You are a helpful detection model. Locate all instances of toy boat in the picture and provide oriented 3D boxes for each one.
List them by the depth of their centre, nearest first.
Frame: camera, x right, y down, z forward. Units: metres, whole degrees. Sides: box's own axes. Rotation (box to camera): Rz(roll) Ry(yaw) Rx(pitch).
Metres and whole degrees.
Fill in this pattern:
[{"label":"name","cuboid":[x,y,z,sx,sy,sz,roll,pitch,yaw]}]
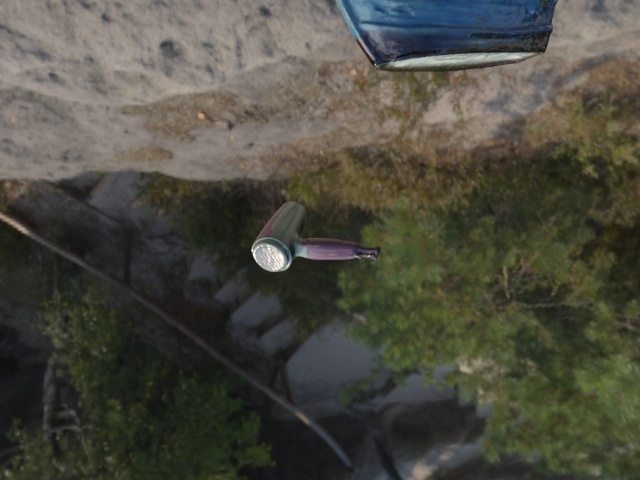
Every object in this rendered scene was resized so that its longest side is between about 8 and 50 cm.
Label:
[{"label":"toy boat","cuboid":[0.065,-0.121,0.380,0.137,0.061,0.060,-12,-177,-29]}]

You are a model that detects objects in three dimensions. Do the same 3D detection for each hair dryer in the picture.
[{"label":"hair dryer","cuboid":[0.000,0.004,0.943,0.154,0.106,0.054,14,129,14]}]
